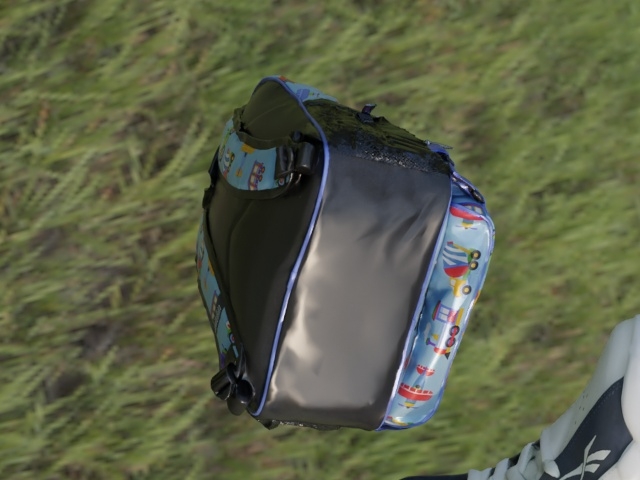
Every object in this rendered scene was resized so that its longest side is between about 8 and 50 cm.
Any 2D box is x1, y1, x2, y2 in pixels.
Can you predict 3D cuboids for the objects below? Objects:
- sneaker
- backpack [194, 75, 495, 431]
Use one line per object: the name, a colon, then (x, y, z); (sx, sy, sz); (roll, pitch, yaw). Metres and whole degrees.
sneaker: (0.080, 0.128, 0.777); (0.094, 0.153, 0.235); (-57, 160, -57)
backpack: (0.000, 0.000, 0.845); (0.117, 0.173, 0.158); (10, 108, -19)
